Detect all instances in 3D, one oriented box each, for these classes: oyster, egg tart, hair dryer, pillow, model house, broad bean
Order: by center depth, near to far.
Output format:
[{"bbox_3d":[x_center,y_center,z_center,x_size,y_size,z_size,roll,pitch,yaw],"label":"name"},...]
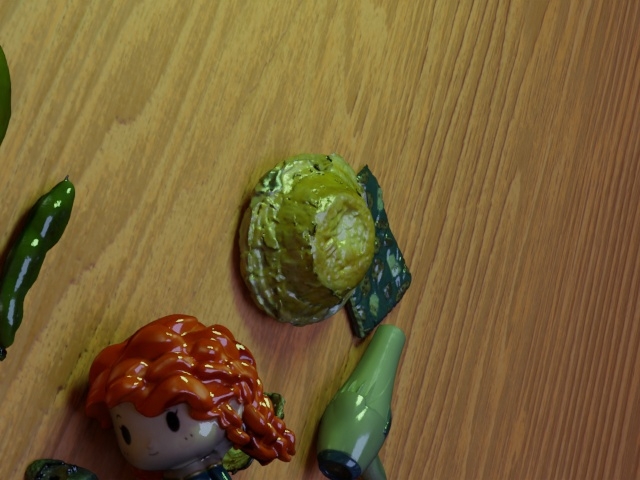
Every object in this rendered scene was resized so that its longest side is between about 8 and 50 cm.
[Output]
[{"bbox_3d":[-0.365,0.025,1.753,0.065,0.046,0.255,50,53,-52],"label":"broad bean"},{"bbox_3d":[-0.325,0.319,1.787,0.066,0.083,0.079,-15,104,-52],"label":"model house"},{"bbox_3d":[-0.102,0.286,2.097,0.056,0.105,0.177,55,25,-23],"label":"oyster"},{"bbox_3d":[0.000,0.000,2.193,0.294,0.116,0.295,-4,95,-45],"label":"egg tart"},{"bbox_3d":[0.093,0.295,2.393,0.298,0.119,0.296,54,47,-60],"label":"hair dryer"},{"bbox_3d":[0.079,0.021,2.408,0.189,0.034,0.256,-49,128,-45],"label":"pillow"}]

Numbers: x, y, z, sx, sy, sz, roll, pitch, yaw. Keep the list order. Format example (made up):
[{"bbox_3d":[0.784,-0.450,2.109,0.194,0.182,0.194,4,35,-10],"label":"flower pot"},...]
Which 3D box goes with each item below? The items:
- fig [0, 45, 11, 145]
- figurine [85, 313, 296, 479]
[{"bbox_3d":[-0.426,-0.156,1.467,0.239,0.271,0.240,-1,92,-42],"label":"fig"},{"bbox_3d":[-0.172,0.311,1.830,0.306,0.241,0.412,24,54,-41],"label":"figurine"}]
